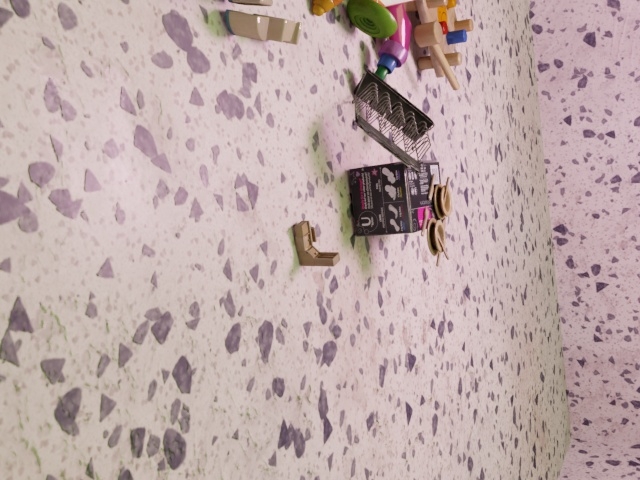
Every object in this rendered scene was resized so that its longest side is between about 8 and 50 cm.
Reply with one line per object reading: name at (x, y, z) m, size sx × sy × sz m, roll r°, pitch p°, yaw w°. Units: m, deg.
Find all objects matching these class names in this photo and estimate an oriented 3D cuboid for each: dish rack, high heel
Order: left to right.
dish rack at (0.160, -0.258, 1.647) m, size 0.208 × 0.074 × 0.271 m, roll 34°, pitch 24°, yaw -14°
high heel at (0.233, -0.631, 1.844) m, size 0.127 × 0.181 × 0.377 m, roll -51°, pitch 134°, yaw -79°

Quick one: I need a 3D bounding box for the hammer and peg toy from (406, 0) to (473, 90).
hammer and peg toy at (0.317, -0.588, 2.077) m, size 0.266 × 0.127 × 0.361 m, roll 65°, pitch 35°, yaw -39°

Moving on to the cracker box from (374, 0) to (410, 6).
cracker box at (0.137, -0.657, 1.723) m, size 0.155 × 0.067 × 0.232 m, roll -19°, pitch 108°, yaw -21°

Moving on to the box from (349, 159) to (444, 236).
box at (0.182, -0.102, 1.757) m, size 0.247 × 0.142 × 0.163 m, roll -14°, pitch 98°, yaw -63°

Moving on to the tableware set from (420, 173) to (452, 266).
tableware set at (0.285, -0.052, 1.748) m, size 0.128 × 0.039 × 0.194 m, roll 56°, pitch 39°, yaw -44°

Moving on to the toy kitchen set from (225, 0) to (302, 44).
toy kitchen set at (-0.107, -0.461, 1.314) m, size 0.166 × 0.122 × 0.207 m, roll -20°, pitch 125°, yaw -61°

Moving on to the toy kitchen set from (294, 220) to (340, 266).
toy kitchen set at (0.000, 0.000, 1.470) m, size 0.068 × 0.075 × 0.083 m, roll -41°, pitch 127°, yaw -58°

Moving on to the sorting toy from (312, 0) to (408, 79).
sorting toy at (0.079, -0.472, 1.667) m, size 0.126 × 0.127 × 0.365 m, roll -60°, pitch 141°, yaw -10°
